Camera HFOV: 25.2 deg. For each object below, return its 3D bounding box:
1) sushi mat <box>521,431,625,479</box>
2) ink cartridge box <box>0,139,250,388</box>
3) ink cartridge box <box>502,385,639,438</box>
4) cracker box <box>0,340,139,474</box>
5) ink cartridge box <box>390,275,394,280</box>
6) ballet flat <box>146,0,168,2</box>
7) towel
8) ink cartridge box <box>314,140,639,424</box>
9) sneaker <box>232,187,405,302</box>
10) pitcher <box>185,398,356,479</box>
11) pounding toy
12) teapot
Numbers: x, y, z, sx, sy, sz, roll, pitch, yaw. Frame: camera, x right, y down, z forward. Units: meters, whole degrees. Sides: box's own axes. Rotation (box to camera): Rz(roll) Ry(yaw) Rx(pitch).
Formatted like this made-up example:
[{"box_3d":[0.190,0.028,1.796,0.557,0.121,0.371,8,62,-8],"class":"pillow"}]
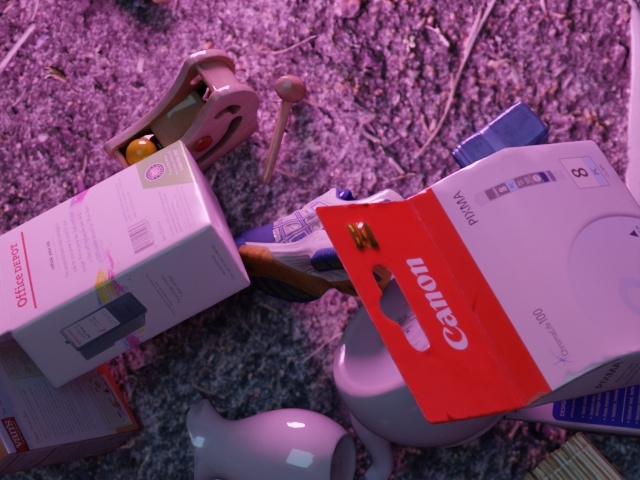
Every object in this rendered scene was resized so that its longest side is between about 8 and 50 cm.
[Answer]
[{"box_3d":[0.355,0.390,1.683,0.151,0.019,0.316,-44,71,8],"class":"sushi mat"},{"box_3d":[-0.288,0.045,1.823,0.354,0.119,0.207,-28,39,3],"class":"ink cartridge box"},{"box_3d":[0.407,0.152,1.721,0.371,0.069,0.175,3,77,29],"class":"ink cartridge box"},{"box_3d":[-0.361,0.207,1.833,0.067,0.232,0.155,-42,68,28],"class":"cracker box"},{"box_3d":[0.105,0.017,1.861,0.122,0.052,0.088,24,85,17],"class":"ink cartridge box"},{"box_3d":[-0.278,-0.394,2.058,0.173,0.049,0.057,35,88,19],"class":"ballet flat"},{"box_3d":[0.236,-0.127,1.877,0.119,0.029,0.067,-37,71,3],"class":"towel"},{"box_3d":[0.226,0.034,1.621,0.385,0.091,0.308,-6,53,-32],"class":"ink cartridge box"},{"box_3d":[0.000,0.000,1.835,0.296,0.112,0.131,0,54,44],"class":"sneaker"},{"box_3d":[-0.065,0.297,1.808,0.207,0.125,0.177,4,98,25],"class":"pitcher"},{"box_3d":[-0.142,-0.144,1.908,0.269,0.154,0.155,-36,71,3],"class":"pounding toy"},{"box_3d":[0.157,0.156,1.733,0.256,0.187,0.252,-10,42,48],"class":"teapot"}]
